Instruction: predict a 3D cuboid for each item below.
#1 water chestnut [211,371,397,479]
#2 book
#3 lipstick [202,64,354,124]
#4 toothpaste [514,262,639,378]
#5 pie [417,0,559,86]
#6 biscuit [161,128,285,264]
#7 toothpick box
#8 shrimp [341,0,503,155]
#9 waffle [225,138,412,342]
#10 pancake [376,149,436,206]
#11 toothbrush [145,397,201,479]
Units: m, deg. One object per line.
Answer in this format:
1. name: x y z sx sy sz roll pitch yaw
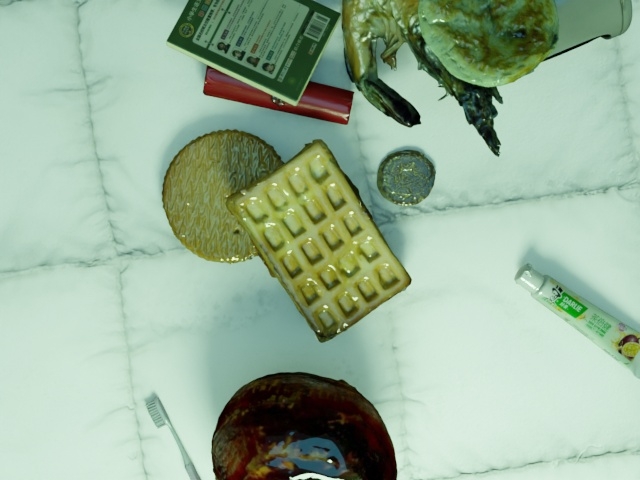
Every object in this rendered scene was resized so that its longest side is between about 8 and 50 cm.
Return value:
1. water chestnut: -0.023 0.379 1.857 0.350 0.302 0.350 5 126 7
2. book: -0.121 -0.387 1.882 0.264 0.027 0.202 25 75 1
3. lipstick: -0.079 -0.275 1.906 0.279 0.073 0.073 12 93 -1
4. toothpaste: 0.504 0.148 1.955 0.314 0.056 0.058 34 133 -6
5. pie: 0.278 -0.363 1.695 0.240 0.054 0.241 1 77 -4
6. biscuit: -0.175 -0.084 1.932 0.254 0.035 0.254 0 95 -1
7. toothpick box: 0.367 -0.417 1.832 0.316 0.229 0.229 -23 94 2
8. shrimp: 0.171 -0.300 1.809 0.445 0.085 0.272 55 134 20
9. waffle: 0.000 0.000 1.891 0.224 0.098 0.328 -34 98 -5
10. pancake: 0.162 -0.120 1.948 0.114 0.011 0.115 0 94 -1
11. toothbrush: -0.243 0.462 1.970 0.029 0.024 0.354 -27 93 6
